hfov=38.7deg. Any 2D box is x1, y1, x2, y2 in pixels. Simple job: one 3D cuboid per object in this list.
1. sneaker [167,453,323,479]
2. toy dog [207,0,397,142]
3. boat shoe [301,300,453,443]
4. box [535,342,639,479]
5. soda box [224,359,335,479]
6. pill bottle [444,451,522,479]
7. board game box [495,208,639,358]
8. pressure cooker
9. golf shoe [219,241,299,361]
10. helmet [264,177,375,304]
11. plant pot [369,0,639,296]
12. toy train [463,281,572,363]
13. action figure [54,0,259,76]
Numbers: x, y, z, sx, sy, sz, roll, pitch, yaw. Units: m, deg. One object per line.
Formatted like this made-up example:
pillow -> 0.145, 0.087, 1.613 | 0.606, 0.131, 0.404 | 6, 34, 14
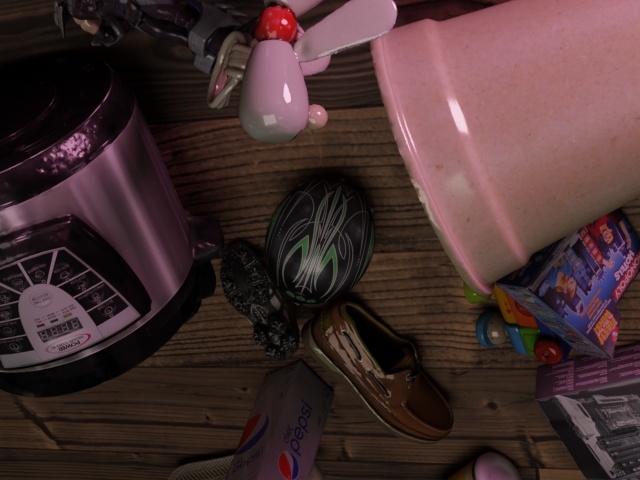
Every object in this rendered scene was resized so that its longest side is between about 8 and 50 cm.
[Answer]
sneaker -> -0.127, 0.488, 1.749 | 0.350, 0.131, 0.148 | -11, 132, 31
toy dog -> 0.012, -0.261, 0.969 | 0.161, 0.220, 0.333 | 14, 99, -22
boat shoe -> 0.112, 0.214, 1.450 | 0.307, 0.110, 0.104 | 38, 130, -16
box -> 0.521, 0.264, 1.397 | 0.307, 0.076, 0.242 | -19, 121, 29
soda box -> -0.070, 0.337, 1.487 | 0.091, 0.286, 0.098 | -28, 117, 34
pill bottle -> 0.265, 0.458, 1.615 | 0.103, 0.103, 0.184 | 32, 130, -12
board game box -> 0.351, 0.056, 1.221 | 0.194, 0.194, 0.060 | 52, 157, -26
pressure cooker -> -0.358, 0.002, 1.248 | 0.370, 0.375, 0.420 | 12, 134, 33
golf shoe -> -0.093, 0.092, 1.435 | 0.077, 0.094, 0.198 | -23, 94, 15
helmet -> 0.000, 0.000, 1.282 | 0.169, 0.169, 0.161 | 21, 148, -1
plant pot -> 0.260, -0.146, 0.999 | 0.305, 0.334, 0.334 | -22, 121, 17
toy train -> 0.266, 0.060, 1.300 | 0.143, 0.105, 0.248 | -3, 125, 40
action figure -> -0.219, -0.288, 1.121 | 0.285, 0.099, 0.185 | 24, 155, -4
